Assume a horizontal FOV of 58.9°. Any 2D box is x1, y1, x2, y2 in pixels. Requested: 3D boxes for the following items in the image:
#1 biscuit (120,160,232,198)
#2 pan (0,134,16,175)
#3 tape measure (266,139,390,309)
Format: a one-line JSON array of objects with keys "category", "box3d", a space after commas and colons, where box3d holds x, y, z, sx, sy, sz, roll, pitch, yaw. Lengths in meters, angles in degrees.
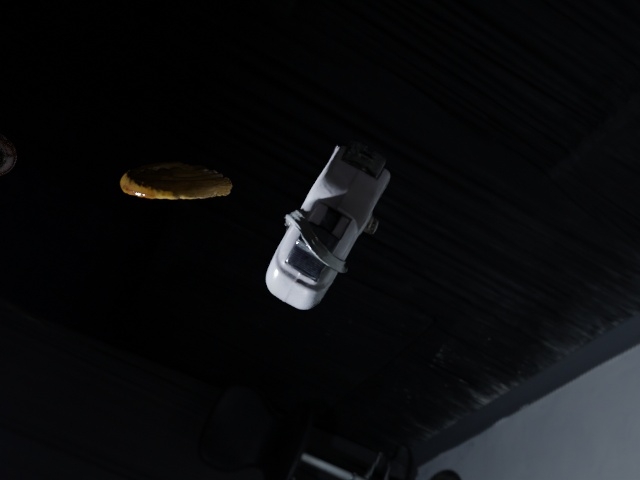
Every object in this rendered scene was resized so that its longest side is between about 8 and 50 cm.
[{"category": "biscuit", "box3d": [-0.248, -0.100, 0.918, 0.224, 0.144, 0.033, 23, 119, 53]}, {"category": "pan", "box3d": [-0.497, -0.104, 0.839, 0.115, 0.068, 0.023, -62, 32, 12]}, {"category": "tape measure", "box3d": [0.000, 0.000, 0.804, 0.197, 0.120, 0.236, -60, -1, -28]}]
